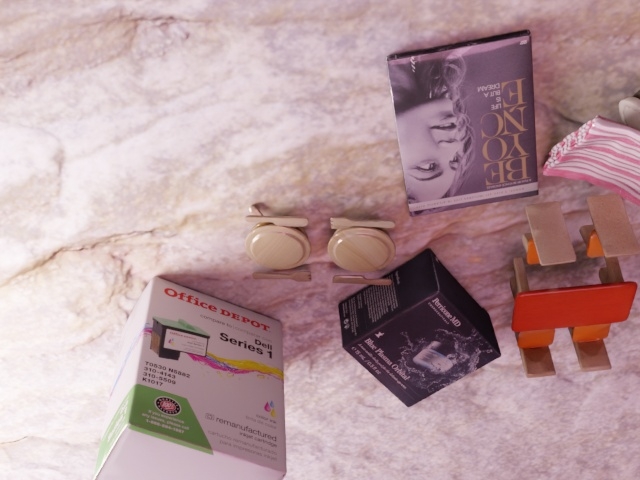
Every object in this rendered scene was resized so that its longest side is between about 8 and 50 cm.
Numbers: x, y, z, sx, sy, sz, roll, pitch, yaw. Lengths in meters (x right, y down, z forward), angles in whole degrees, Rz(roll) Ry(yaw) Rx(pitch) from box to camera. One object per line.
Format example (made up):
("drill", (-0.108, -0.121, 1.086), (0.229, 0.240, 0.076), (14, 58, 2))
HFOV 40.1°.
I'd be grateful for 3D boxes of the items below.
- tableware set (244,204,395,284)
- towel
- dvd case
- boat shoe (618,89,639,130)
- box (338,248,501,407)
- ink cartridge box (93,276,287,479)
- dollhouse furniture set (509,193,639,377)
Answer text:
("tableware set", (0.000, 0.000, 1.130), (0.194, 0.039, 0.128), (2, 139, 3))
("towel", (0.344, -0.083, 0.991), (0.144, 0.197, 0.029), (20, 83, 1))
("dvd case", (0.174, -0.132, 1.048), (0.164, 0.018, 0.221), (-10, 127, 5))
("boat shoe", (0.470, -0.087, 1.043), (0.091, 0.109, 0.305), (-45, 113, 9))
("box", (0.133, 0.122, 1.193), (0.158, 0.093, 0.156), (-34, 121, 20))
("ink cartridge box", (-0.157, 0.196, 1.123), (0.201, 0.278, 0.117), (22, 120, -18))
("dollhouse furniture set", (0.372, 0.078, 1.108), (0.259, 0.135, 0.262), (-7, 140, 2))
